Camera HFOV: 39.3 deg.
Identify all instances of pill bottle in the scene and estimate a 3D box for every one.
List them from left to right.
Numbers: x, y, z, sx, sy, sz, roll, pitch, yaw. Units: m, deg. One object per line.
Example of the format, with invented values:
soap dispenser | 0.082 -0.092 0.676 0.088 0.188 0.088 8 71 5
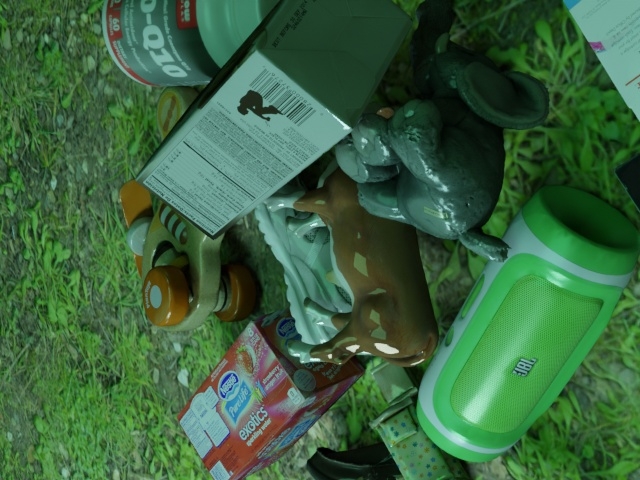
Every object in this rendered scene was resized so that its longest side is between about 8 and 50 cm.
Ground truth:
pill bottle | -0.127 -0.275 1.110 0.283 0.161 0.161 6 105 43

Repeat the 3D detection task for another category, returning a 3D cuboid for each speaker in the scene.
speaker | 0.206 0.093 0.925 0.131 0.131 0.296 42 127 27

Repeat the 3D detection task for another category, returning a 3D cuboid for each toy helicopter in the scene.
toy helicopter | -0.214 -0.045 1.308 0.235 0.140 0.355 3 93 52

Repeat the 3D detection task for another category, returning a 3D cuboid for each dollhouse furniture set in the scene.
dollhouse furniture set | 0.061 0.246 1.053 0.161 0.101 0.182 -36 63 11

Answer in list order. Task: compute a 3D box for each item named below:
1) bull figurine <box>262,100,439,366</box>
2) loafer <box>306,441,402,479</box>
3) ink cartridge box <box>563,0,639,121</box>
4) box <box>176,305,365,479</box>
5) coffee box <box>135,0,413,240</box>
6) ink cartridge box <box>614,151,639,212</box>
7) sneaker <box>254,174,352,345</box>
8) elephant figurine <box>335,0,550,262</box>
bull figurine | 0.041 -0.006 1.016 0.188 0.101 0.310 -14 77 25
loafer | 0.083 0.289 1.140 0.220 0.080 0.078 6 83 32
ink cartridge box | 0.302 -0.192 0.800 0.104 0.061 0.181 -37 75 43
box | -0.073 0.211 1.221 0.128 0.122 0.257 53 131 19
coffee box | -0.057 -0.139 0.935 0.119 0.168 0.297 38 145 -14
ink cartridge box | 0.393 -0.031 0.773 0.206 0.045 0.208 -41 74 41
sneaker | 0.000 0.000 1.136 0.115 0.105 0.281 -23 82 13
elephant figurine | 0.143 -0.126 0.903 0.169 0.239 0.186 6 133 45
